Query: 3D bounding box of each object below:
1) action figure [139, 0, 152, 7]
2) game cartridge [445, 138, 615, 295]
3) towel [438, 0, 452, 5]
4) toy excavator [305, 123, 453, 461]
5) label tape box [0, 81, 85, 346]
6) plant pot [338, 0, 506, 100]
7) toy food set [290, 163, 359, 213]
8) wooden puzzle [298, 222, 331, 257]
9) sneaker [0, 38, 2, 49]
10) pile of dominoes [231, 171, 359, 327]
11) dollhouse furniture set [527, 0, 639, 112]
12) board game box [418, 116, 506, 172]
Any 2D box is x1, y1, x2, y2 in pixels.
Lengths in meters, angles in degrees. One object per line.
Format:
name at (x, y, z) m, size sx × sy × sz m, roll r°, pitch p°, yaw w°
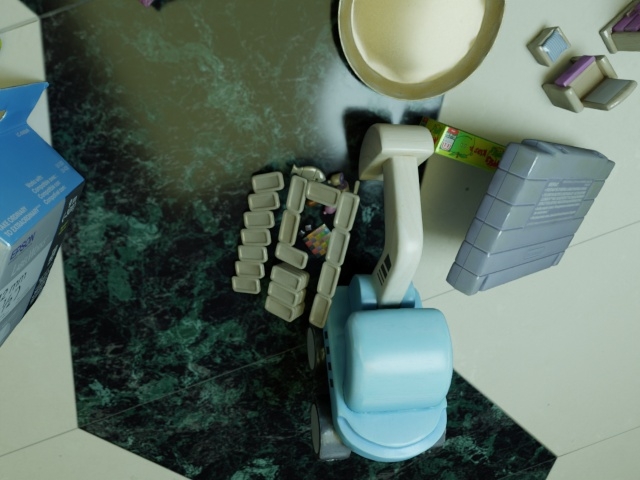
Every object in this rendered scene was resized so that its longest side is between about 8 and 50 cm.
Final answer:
action figure at (-0.296, -0.373, 0.416) m, size 0.370 × 0.275 × 0.248 m, roll 11°, pitch 119°, yaw -30°
game cartridge at (0.355, -0.044, 0.704) m, size 0.355 × 0.068 × 0.230 m, roll -6°, pitch 119°, yaw -42°
towel at (0.171, -0.403, 0.609) m, size 0.067 × 0.029 × 0.119 m, roll -33°, pitch 117°, yaw 13°
toy excavator at (0.112, 0.104, 0.697) m, size 0.223 × 0.432 × 0.445 m, roll 1°, pitch 146°, yaw -11°
label tape box at (-0.415, -0.014, 0.558) m, size 0.115 × 0.249 × 0.347 m, roll 27°, pitch 107°, yaw -20°
plant pot at (0.142, -0.325, 0.620) m, size 0.237 × 0.032 × 0.236 m, roll 0°, pitch 123°, yaw -1°
toy food set at (0.005, -0.082, 0.733) m, size 0.122 × 0.019 × 0.077 m, roll 8°, pitch 113°, yaw -14°
wooden puzzle at (0.000, 0.000, 0.778) m, size 0.049 × 0.006 × 0.083 m, roll -35°, pitch 116°, yaw 6°
sneaker at (-0.482, -0.227, 0.559) m, size 0.059 × 0.053 × 0.144 m, roll 40°, pitch 97°, yaw -18°
pile of dominoes at (-0.046, 0.011, 0.720) m, size 0.196 × 0.040 × 0.251 m, roll 23°, pitch 113°, yaw 22°
dollhouse furniture set at (0.416, -0.377, 0.574) m, size 0.286 × 0.198 × 0.303 m, roll -44°, pitch 114°, yaw 11°
board game box at (0.255, -0.149, 0.709) m, size 0.181 × 0.092 × 0.043 m, roll 14°, pitch 112°, yaw -17°
